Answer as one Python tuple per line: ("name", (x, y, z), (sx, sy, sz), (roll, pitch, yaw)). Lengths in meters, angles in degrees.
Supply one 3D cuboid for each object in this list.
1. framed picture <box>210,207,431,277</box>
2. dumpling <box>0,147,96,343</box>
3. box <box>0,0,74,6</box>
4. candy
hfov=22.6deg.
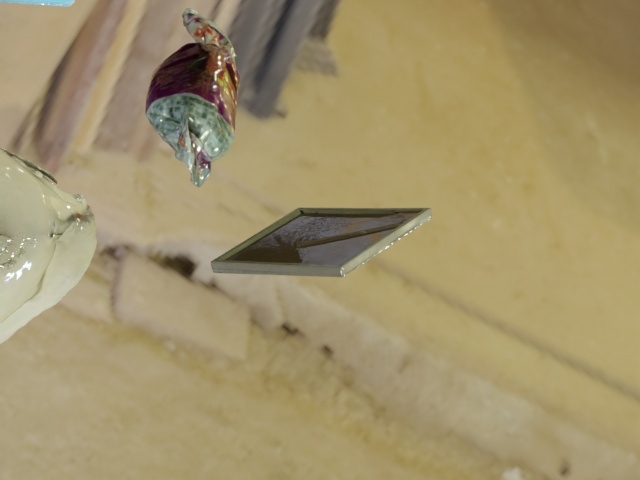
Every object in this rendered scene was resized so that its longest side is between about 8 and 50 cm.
("framed picture", (0.000, 0.000, 0.743), (0.066, 0.089, 0.007), (-33, 113, -40))
("dumpling", (-0.269, 0.019, 1.122), (0.247, 0.172, 0.142), (11, 31, -41))
("box", (-0.226, -0.215, 0.886), (0.083, 0.143, 0.232), (31, 22, 32))
("candy", (-0.066, -0.074, 0.827), (0.045, 0.043, 0.175), (57, 14, -22))
